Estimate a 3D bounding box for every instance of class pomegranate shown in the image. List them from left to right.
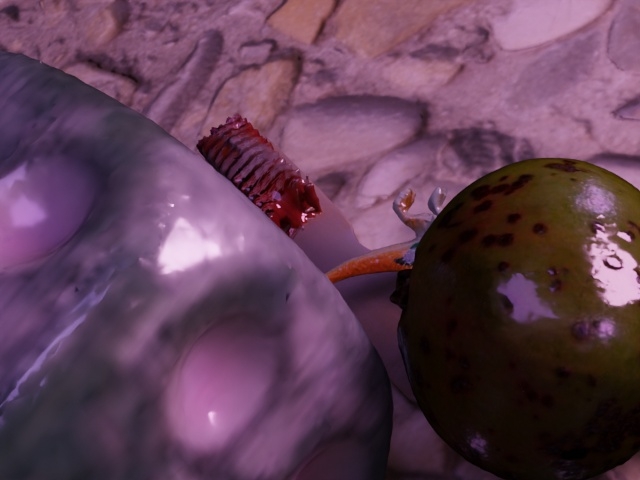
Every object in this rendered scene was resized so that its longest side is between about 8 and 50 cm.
[{"bbox_3d":[0.164,0.052,0.937,0.248,0.202,0.202,8,54,-1],"label":"pomegranate"}]

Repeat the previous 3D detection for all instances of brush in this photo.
[{"bbox_3d":[0.000,0.000,1.147,0.060,0.050,0.321,-36,47,-8],"label":"brush"}]

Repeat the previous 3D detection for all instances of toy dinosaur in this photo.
[{"bbox_3d":[0.092,0.009,1.085,0.187,0.044,0.106,-36,60,-27],"label":"toy dinosaur"}]

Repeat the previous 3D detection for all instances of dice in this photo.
[{"bbox_3d":[-0.184,0.115,0.955,0.330,0.328,0.348,26,69,40],"label":"dice"}]
